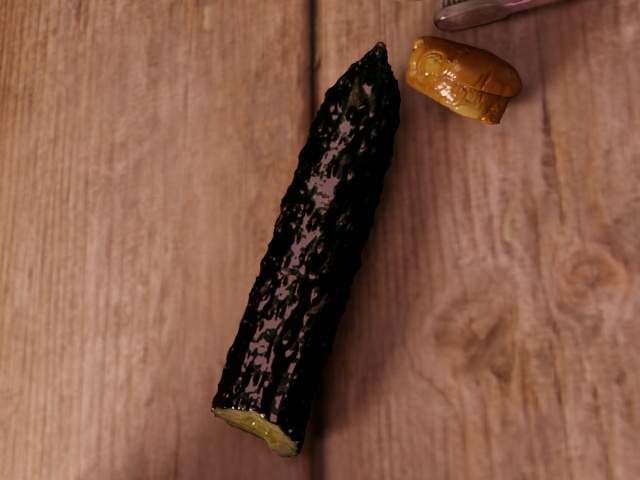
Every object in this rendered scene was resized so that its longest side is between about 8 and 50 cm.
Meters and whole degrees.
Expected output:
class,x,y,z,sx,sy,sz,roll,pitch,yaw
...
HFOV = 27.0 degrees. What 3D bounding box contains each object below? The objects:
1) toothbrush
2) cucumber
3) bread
class,x,y,z,sx,sy,sz,roll,pitch,yaw
toothbrush,0.223,-0.192,0.924,0.307,0.025,0.030,-10,60,23
cucumber,0.000,0.000,0.938,0.072,0.072,0.300,12,75,29
bread,0.099,-0.113,0.927,0.081,0.083,0.046,21,105,-2
